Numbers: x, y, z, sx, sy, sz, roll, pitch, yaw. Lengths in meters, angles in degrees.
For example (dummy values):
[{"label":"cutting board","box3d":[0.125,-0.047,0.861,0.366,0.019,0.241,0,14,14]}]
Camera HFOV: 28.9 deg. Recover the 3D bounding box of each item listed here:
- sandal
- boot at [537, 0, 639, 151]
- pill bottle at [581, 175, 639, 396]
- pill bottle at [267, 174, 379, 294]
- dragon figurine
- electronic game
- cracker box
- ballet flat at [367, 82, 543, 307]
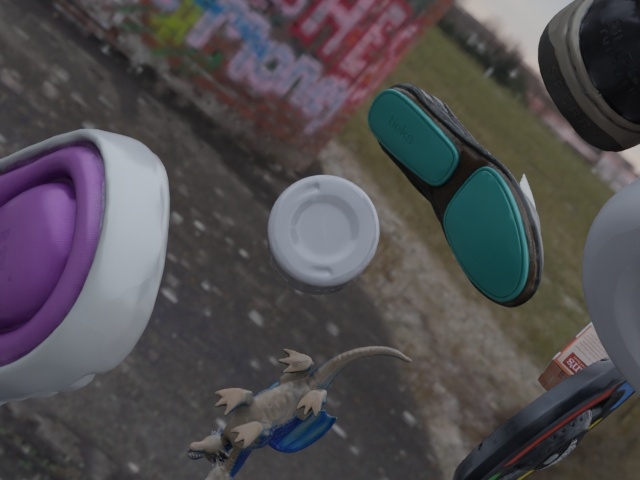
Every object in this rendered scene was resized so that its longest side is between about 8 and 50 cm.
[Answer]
[{"label":"sandal","box3d":[-0.234,0.028,0.663,0.102,0.416,0.169,24,54,-38]},{"label":"boot","box3d":[0.329,-0.216,0.768,0.138,0.377,0.284,54,-32,-3]},{"label":"pill bottle","box3d":[0.329,-0.017,0.779,0.181,0.323,0.182,40,-34,33]},{"label":"pill bottle","box3d":[0.000,0.000,1.098,0.094,0.094,0.169,41,-6,2]},{"label":"dragon figurine","box3d":[-0.037,0.193,1.430,0.085,0.289,0.144,57,-6,19]},{"label":"electronic game","box3d":[0.213,0.182,1.155,0.048,0.229,0.229,55,11,19]},{"label":"cracker box","box3d":[0.382,0.107,1.551,0.067,0.232,0.156,46,-9,13]},{"label":"ballet flat","box3d":[0.150,-0.052,1.198,0.096,0.095,0.280,6,43,-44]}]
